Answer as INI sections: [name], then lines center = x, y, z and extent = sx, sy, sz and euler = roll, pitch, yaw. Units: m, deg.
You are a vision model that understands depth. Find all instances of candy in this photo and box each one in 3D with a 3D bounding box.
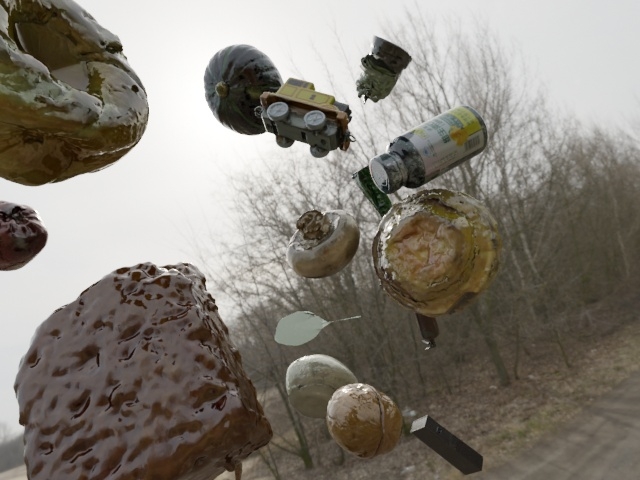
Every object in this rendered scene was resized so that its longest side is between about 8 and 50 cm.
[candy]
center = 0.006, 0.548, 1.591
extent = 0.295, 0.296, 0.185
euler = -23, 25, 16

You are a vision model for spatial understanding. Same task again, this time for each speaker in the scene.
[speaker]
center = 0.390, 0.635, 1.285
extent = 0.044, 0.218, 0.082
euler = -52, -2, -45

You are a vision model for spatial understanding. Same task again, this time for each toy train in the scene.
[toy train]
center = -0.022, -0.239, 0.795
extent = 0.219, 0.127, 0.089
euler = 20, -25, 19

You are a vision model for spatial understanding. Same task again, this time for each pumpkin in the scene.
[pumpkin]
center = -0.273, -0.522, 1.451
extent = 0.315, 0.316, 0.238
euler = -29, 6, 36

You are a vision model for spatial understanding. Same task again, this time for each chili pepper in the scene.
[chili pepper]
center = 0.182, -0.130, 1.332
extent = 0.059, 0.227, 0.088
euler = -30, 2, -27

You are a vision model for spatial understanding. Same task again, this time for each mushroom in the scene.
[mushroom]
center = 0.000, 0.000, 1.163
extent = 0.226, 0.227, 0.178
euler = -28, -57, 31

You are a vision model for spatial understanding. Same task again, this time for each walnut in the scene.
[walnut]
center = 0.099, 0.424, 0.981
extent = 0.167, 0.168, 0.207
euler = -13, -2, -24

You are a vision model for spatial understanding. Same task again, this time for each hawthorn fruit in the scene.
[hawthorn fruit]
center = -0.670, 0.000, 0.881
extent = 0.172, 0.148, 0.148
euler = -48, -26, 25

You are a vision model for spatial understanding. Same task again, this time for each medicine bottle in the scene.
[medicine bottle]
center = 0.270, -0.225, 1.057
extent = 0.293, 0.142, 0.141
euler = -29, -11, -12

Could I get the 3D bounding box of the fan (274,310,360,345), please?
[fan]
center = -0.009, 0.295, 1.452
extent = 0.309, 0.010, 0.182
euler = -10, 29, 6

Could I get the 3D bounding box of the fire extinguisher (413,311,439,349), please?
[fire extinguisher]
center = 0.371, 0.273, 1.498
extent = 0.072, 0.268, 0.089
euler = -20, 6, -30

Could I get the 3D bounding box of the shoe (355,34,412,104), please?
[shoe]
center = 0.150, -0.423, 1.078
extent = 0.149, 0.109, 0.293
euler = -58, -2, 17

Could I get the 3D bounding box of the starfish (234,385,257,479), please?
[starfish]
center = -0.209, 0.401, 0.863
extent = 0.212, 0.238, 0.057
euler = -28, -3, -1

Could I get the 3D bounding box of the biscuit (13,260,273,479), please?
[biscuit]
center = -0.307, 0.243, 0.698
extent = 0.342, 0.395, 0.166
euler = -33, -30, -7

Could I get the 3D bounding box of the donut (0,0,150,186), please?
[donut]
center = -0.454, -0.259, 0.670
extent = 0.169, 0.361, 0.360
euler = -30, -17, 24

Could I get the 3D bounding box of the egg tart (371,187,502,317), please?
[egg tart]
center = 0.282, 0.028, 1.073
extent = 0.351, 0.353, 0.150
euler = -26, -18, 26
